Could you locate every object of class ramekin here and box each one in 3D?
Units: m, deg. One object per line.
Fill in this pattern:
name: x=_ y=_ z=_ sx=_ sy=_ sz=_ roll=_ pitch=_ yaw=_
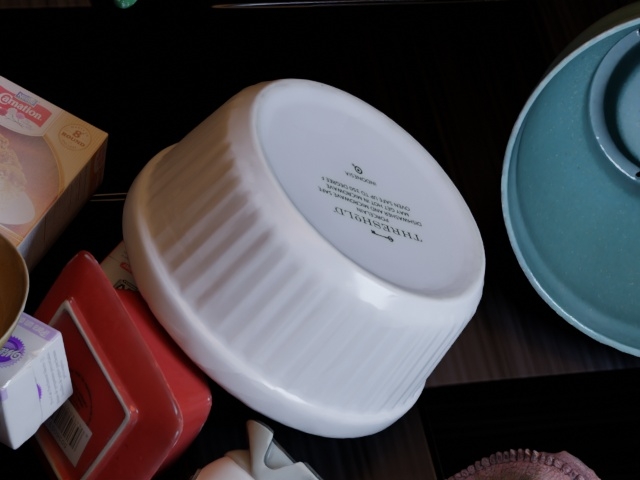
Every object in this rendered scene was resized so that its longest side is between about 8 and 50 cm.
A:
ramekin: x=0.000 y=0.000 z=1.288 sx=0.273 sy=0.127 sz=0.273 roll=30 pitch=32 yaw=-21

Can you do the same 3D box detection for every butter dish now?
butter dish: x=-0.134 y=0.106 z=1.255 sx=0.118 sy=0.160 sz=0.160 roll=-7 pitch=55 yaw=-45

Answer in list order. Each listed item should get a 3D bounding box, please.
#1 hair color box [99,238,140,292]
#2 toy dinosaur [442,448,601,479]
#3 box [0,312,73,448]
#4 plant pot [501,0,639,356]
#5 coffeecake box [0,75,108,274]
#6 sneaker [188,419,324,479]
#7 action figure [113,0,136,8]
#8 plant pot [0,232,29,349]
hair color box: x=-0.115 y=0.015 z=1.369 sx=0.072 sy=0.043 sz=0.141 roll=33 pitch=54 yaw=10
toy dinosaur: x=0.190 y=0.213 z=1.207 sx=0.296 sy=0.200 sz=0.127 roll=36 pitch=56 yaw=13
box: x=-0.317 y=0.039 z=1.237 sx=0.324 sy=0.067 sz=0.063 roll=26 pitch=51 yaw=25
plant pot: x=0.298 y=-0.077 z=1.410 sx=0.293 sy=0.293 sz=0.196 roll=19 pitch=28 yaw=0
coffeecake box: x=-0.272 y=-0.036 z=1.352 sx=0.142 sy=0.068 sz=0.185 roll=28 pitch=54 yaw=8
sneaker: x=0.017 y=0.285 z=1.182 sx=0.330 sy=0.122 sz=0.146 roll=42 pitch=72 yaw=17
action figure: x=-0.133 y=-0.291 z=1.571 sx=0.137 sy=0.063 sz=0.232 roll=23 pitch=57 yaw=-1
plant pot: x=-0.303 y=0.053 z=1.127 sx=0.236 sy=0.032 sz=0.236 roll=-3 pitch=34 yaw=2
